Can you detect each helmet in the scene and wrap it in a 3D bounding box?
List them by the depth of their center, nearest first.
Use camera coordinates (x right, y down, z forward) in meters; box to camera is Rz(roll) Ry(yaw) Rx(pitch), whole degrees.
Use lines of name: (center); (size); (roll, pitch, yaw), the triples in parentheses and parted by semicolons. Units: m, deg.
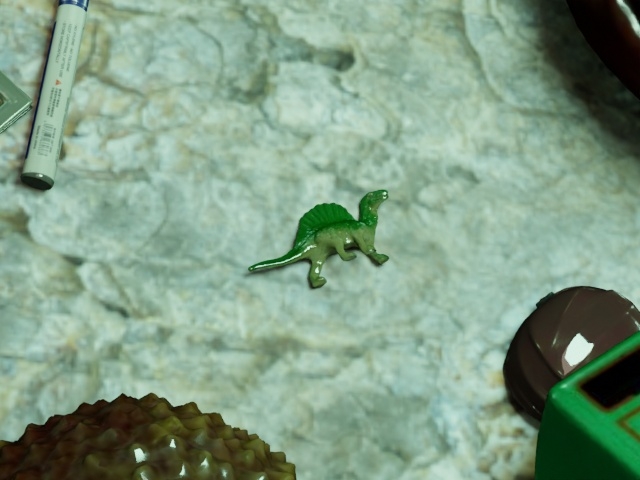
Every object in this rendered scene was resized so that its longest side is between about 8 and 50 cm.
helmet: (0.192, 0.076, 1.416); (0.098, 0.070, 0.123); (41, 68, 7)

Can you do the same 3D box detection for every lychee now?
lychee: (-0.111, 0.214, 1.208); (0.267, 0.267, 0.268); (4, 68, -9)

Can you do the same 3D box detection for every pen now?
pen: (-0.190, -0.132, 1.450); (0.025, 0.025, 0.204); (10, 67, -7)

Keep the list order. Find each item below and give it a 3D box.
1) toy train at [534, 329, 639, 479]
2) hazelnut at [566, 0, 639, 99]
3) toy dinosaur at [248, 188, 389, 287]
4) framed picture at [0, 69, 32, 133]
toy train: (0.320, 0.141, 1.321); (0.429, 0.178, 0.249); (-29, 51, -28)
hazelnut: (0.357, -0.281, 1.425); (0.402, 0.402, 0.429); (-1, 58, -11)
toy dinosaur: (0.001, 0.000, 1.439); (0.119, 0.029, 0.060); (-18, 58, -11)
framed picture: (-0.363, -0.122, 1.418); (0.252, 0.014, 0.197); (44, 68, 8)
